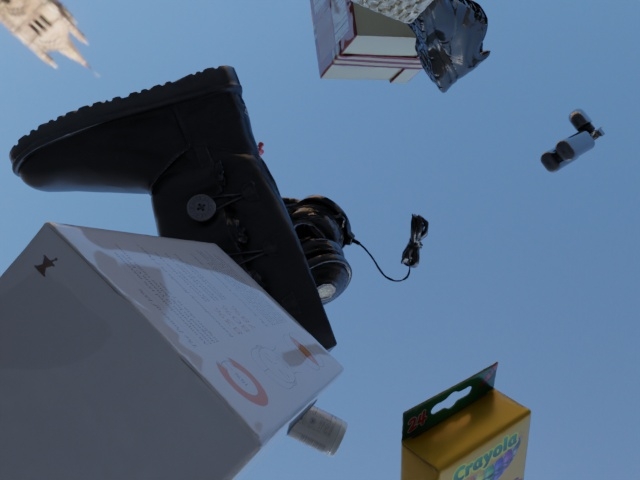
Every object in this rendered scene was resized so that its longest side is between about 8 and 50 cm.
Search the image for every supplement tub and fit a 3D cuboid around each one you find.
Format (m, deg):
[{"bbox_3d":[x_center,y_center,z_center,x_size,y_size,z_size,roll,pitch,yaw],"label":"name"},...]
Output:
[{"bbox_3d":[-0.013,0.335,1.266,0.107,0.071,0.071,27,-102,1],"label":"supplement tub"}]

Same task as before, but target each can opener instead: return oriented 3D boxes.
[{"bbox_3d":[0.526,-0.218,1.497,0.076,0.283,0.095,-40,-100,37],"label":"can opener"}]

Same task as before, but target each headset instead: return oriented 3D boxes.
[{"bbox_3d":[0.000,0.000,1.354,0.394,0.185,0.243,8,-137,-5],"label":"headset"}]

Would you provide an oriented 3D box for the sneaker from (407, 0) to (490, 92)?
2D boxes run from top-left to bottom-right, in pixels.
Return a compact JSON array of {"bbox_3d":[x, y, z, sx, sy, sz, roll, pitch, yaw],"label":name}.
[{"bbox_3d":[0.210,-0.372,1.179,0.130,0.286,0.109,-29,-117,8],"label":"sneaker"}]

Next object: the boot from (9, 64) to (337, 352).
[{"bbox_3d":[-0.215,0.015,1.017,0.367,0.146,0.445,-20,-95,4],"label":"boot"}]

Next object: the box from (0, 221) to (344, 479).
[{"bbox_3d":[-0.133,0.124,0.635,0.215,0.345,0.168,43,-85,10],"label":"box"}]

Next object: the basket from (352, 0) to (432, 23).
[{"bbox_3d":[0.113,-0.374,0.918,0.113,0.167,0.103,18,-105,-13],"label":"basket"}]

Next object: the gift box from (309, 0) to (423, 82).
[{"bbox_3d":[0.140,-0.508,1.518,0.258,0.255,0.276,-2,-95,-21],"label":"gift box"}]

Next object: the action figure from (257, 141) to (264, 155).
[{"bbox_3d":[-0.157,-0.177,1.545,0.115,0.038,0.030,-42,-105,37],"label":"action figure"}]

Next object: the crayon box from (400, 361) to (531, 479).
[{"bbox_3d":[0.215,0.362,1.061,0.202,0.318,0.081,-20,-149,-31],"label":"crayon box"}]
